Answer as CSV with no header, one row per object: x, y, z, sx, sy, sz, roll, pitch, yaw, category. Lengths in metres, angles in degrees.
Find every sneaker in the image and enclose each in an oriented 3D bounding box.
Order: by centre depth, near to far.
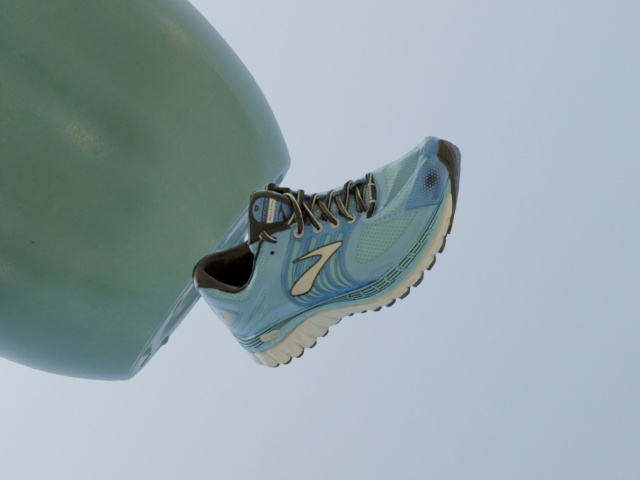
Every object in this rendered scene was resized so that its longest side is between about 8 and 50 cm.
0.000,0.000,0.799,0.162,0.073,0.063,-37,-154,30,sneaker

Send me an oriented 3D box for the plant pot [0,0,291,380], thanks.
-0.163,-0.049,1.101,0.235,0.293,0.293,36,-117,1,plant pot
